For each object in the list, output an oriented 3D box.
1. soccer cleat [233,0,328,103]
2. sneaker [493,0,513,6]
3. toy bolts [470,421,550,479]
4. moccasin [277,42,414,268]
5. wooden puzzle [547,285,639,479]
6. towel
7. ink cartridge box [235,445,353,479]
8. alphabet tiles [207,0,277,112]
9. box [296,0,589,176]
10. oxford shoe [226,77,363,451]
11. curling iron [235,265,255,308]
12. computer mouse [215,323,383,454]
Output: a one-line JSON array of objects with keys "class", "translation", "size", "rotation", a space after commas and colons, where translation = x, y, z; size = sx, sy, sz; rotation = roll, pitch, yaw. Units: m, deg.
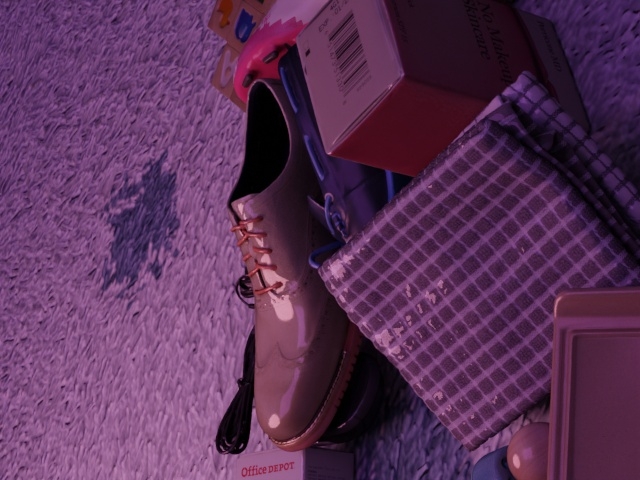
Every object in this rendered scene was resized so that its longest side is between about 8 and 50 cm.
[{"class": "soccer cleat", "translation": [0.023, -0.274, 2.050], "size": [0.331, 0.116, 0.143], "rotation": [-41, 38, 35]}, {"class": "sneaker", "translation": [0.144, -0.310, 1.886], "size": [0.282, 0.099, 0.153], "rotation": [-50, 43, 32]}, {"class": "toy bolts", "translation": [0.180, 0.271, 1.599], "size": [0.228, 0.218, 0.158], "rotation": [-69, 3, -49]}, {"class": "moccasin", "translation": [0.048, -0.048, 1.877], "size": [0.117, 0.138, 0.342], "rotation": [-19, 78, 30]}, {"class": "wooden puzzle", "translation": [0.296, 0.157, 1.524], "size": [0.221, 0.044, 0.239], "rotation": [-2, 79, 25]}, {"class": "towel", "translation": [0.158, 0.027, 1.665], "size": [0.235, 0.121, 0.283], "rotation": [49, 126, 5]}, {"class": "ink cartridge box", "translation": [-0.028, 0.310, 1.965], "size": [0.127, 0.072, 0.175], "rotation": [-18, 66, 52]}, {"class": "alphabet tiles", "translation": [-0.032, -0.310, 2.209], "size": [0.285, 0.011, 0.342], "rotation": [41, 114, 51]}, {"class": "box", "translation": [0.115, -0.148, 1.759], "size": [0.127, 0.232, 0.148], "rotation": [-45, 47, 38]}, {"class": "oxford shoe", "translation": [-0.045, 0.020, 1.942], "size": [0.140, 0.146, 0.397], "rotation": [-21, 58, 43]}, {"class": "curling iron", "translation": [0.000, 0.000, 2.056], "size": [0.274, 0.035, 0.068], "rotation": [-38, 72, 37]}, {"class": "computer mouse", "translation": [0.000, 0.143, 2.000], "size": [0.262, 0.060, 0.184], "rotation": [-17, 50, 49]}]
